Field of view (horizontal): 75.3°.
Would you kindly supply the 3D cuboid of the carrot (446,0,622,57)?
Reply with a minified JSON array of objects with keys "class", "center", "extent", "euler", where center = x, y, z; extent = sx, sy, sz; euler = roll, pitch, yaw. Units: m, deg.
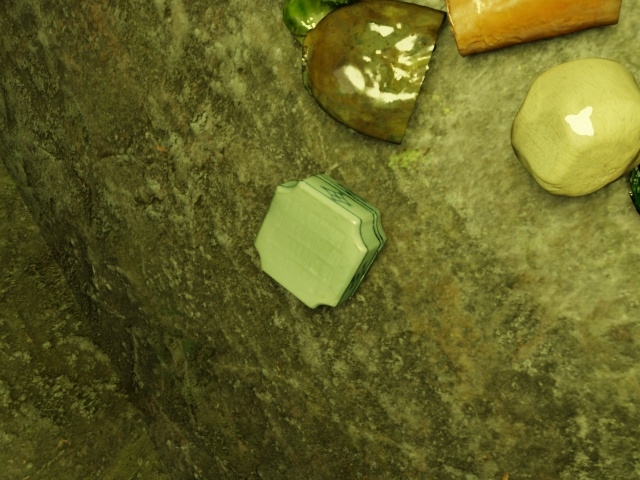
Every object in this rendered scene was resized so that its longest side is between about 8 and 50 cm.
[{"class":"carrot","center":[0.339,-0.419,0.674],"extent":[0.255,0.196,0.195],"euler":[-2,105,33]}]

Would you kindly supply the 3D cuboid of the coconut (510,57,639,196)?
[{"class":"coconut","center":[0.425,-0.189,0.695],"extent":[0.225,0.224,0.224],"euler":[10,111,28]}]

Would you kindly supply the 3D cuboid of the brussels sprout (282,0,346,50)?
[{"class":"brussels sprout","center":[-0.007,-0.490,0.918],"extent":[0.139,0.100,0.180],"euler":[-31,83,19]}]

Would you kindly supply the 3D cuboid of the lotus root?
[{"class":"lotus root","center":[0.083,-0.356,0.835],"extent":[0.261,0.149,0.266],"euler":[20,112,5]}]

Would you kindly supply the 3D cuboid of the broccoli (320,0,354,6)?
[{"class":"broccoli","center":[0.056,-0.576,0.726],"extent":[0.321,0.283,0.303],"euler":[-43,88,2]}]

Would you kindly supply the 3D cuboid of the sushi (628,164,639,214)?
[{"class":"sushi","center":[0.596,-0.045,0.662],"extent":[0.140,0.149,0.286],"euler":[-23,72,44]}]

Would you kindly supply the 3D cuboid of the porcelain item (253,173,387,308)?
[{"class":"porcelain item","center":[0.000,0.000,1.032],"extent":[0.286,0.157,0.281],"euler":[35,119,18]}]
